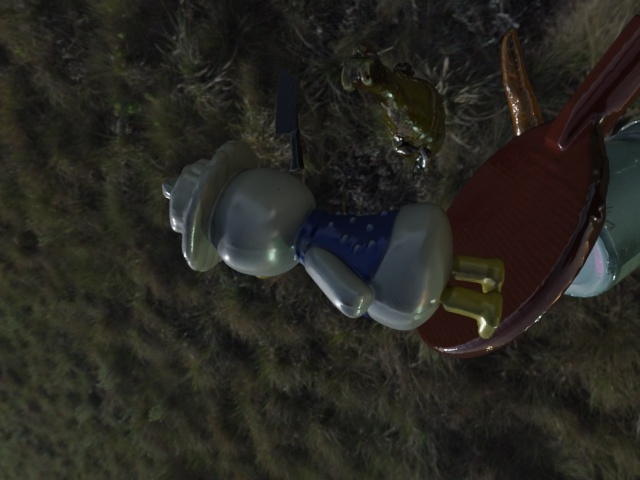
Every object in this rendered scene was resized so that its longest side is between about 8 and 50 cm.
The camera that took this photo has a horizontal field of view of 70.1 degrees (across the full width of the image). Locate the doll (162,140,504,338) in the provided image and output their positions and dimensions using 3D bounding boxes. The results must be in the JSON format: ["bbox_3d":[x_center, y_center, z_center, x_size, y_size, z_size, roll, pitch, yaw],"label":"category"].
[{"bbox_3d":[0.000,0.000,0.374,0.294,0.138,0.119,19,128,9],"label":"doll"}]

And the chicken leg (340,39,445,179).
[{"bbox_3d":[0.173,-0.300,0.958,0.140,0.211,0.361,-16,146,25],"label":"chicken leg"}]

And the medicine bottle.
[{"bbox_3d":[0.523,-0.070,0.837,0.244,0.290,0.245,55,168,17],"label":"medicine bottle"}]

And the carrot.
[{"bbox_3d":[0.300,-0.218,0.684,0.047,0.047,0.191,-8,120,39],"label":"carrot"}]

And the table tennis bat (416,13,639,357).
[{"bbox_3d":[0.228,-0.045,0.515,0.051,0.268,0.414,26,112,-12],"label":"table tennis bat"}]

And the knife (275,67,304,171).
[{"bbox_3d":[-0.072,-0.262,0.991,0.060,0.028,0.230,-4,90,21],"label":"knife"}]
